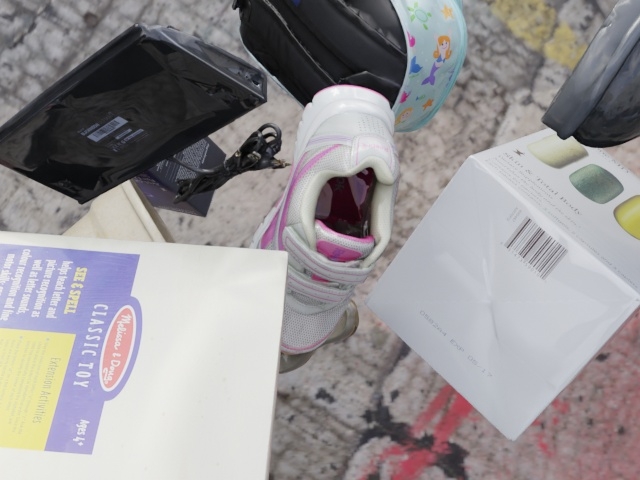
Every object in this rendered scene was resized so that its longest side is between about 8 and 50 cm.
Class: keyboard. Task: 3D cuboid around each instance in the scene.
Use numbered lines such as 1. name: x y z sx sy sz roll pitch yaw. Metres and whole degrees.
1. keyboard: -0.156 -0.093 0.892 0.201 0.317 0.033 29 59 -33

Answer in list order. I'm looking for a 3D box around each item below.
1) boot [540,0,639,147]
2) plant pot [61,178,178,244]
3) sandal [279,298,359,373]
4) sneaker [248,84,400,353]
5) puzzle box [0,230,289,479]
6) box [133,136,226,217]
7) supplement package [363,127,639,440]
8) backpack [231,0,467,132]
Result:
1. boot: 0.440 -0.081 0.765 0.445 0.146 0.367 40 59 10
2. plant pot: -0.296 0.124 1.286 0.305 0.334 0.333 -32 93 -6
3. sandal: -0.030 0.153 1.600 0.060 0.219 0.090 1 69 -48
4. sneaker: 0.000 0.000 0.843 0.103 0.252 0.111 9 28 -12
5. puzzle box: -0.167 0.168 0.579 0.272 0.052 0.409 4 51 2
6. box: -0.252 -0.126 1.428 0.153 0.207 0.108 11 76 23
7. supplement package: 0.224 0.027 1.003 0.199 0.198 0.263 43 31 16
8. backpack: 0.047 -0.236 1.107 0.191 0.225 0.253 -15 58 -36
